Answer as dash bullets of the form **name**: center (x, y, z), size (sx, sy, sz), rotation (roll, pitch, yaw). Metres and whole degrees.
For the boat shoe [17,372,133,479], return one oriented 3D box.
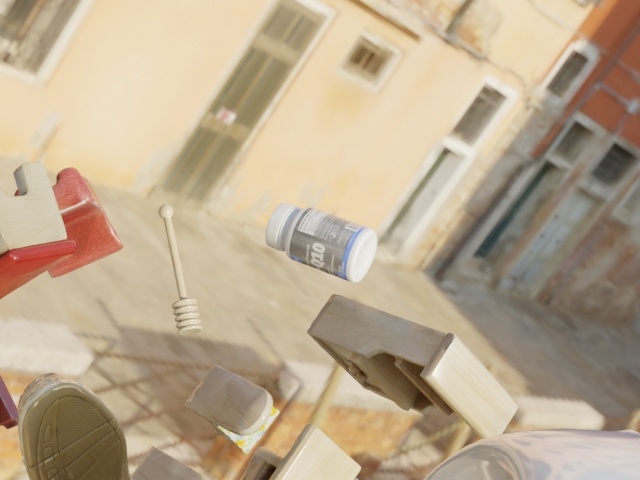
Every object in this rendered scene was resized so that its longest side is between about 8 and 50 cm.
- **boat shoe**: center (-0.148, 0.134, 0.766), size (0.059, 0.063, 0.170), rotation (39, -26, 40)

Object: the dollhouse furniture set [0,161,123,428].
- **dollhouse furniture set**: center (-0.290, 0.078, 1.007), size (0.201, 0.374, 0.152), rotation (-16, 80, -57)

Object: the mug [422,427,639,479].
- **mug**: center (0.168, 0.241, 0.452), size (0.328, 0.276, 0.374), rotation (31, 13, -9)

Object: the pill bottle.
- **pill bottle**: center (0.000, 0.000, 1.711), size (0.137, 0.078, 0.078), rotation (20, 7, 21)

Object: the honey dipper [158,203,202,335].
- **honey dipper**: center (-0.169, 0.032, 1.485), size (0.030, 0.030, 0.161), rotation (15, 57, -57)

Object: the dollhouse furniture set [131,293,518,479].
- **dollhouse furniture set**: center (0.029, 0.297, 1.658), size (0.256, 0.394, 0.362), rotation (16, -24, 50)
